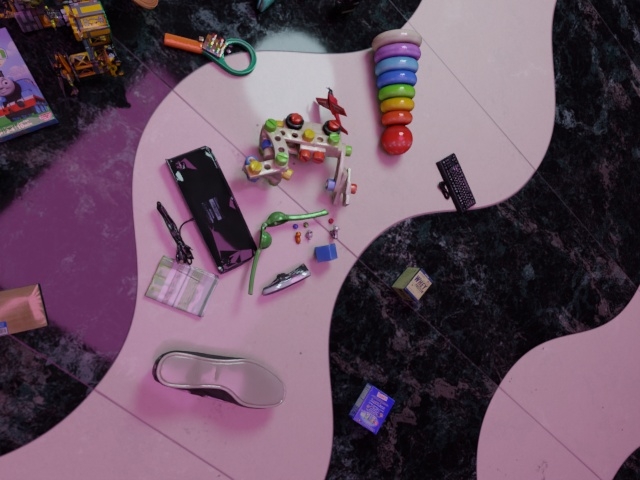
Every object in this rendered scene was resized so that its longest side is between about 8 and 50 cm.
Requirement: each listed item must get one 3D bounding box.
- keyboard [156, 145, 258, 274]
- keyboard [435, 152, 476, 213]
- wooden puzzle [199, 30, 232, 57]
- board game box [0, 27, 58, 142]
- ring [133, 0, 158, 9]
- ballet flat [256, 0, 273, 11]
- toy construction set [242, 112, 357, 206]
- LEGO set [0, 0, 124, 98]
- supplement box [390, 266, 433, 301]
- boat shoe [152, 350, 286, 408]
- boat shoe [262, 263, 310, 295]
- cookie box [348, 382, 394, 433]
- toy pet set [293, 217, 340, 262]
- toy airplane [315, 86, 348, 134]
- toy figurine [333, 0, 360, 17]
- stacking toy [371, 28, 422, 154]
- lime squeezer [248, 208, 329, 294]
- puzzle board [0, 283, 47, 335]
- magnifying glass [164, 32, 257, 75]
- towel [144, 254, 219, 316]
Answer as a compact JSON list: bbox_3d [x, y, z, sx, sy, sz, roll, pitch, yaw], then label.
[{"bbox_3d":[-0.303,-0.062,1.079,0.201,0.033,0.317,-27,98,-26],"label":"keyboard"},{"bbox_3d":[0.423,-0.176,1.355,0.108,0.023,0.180,-30,98,-18],"label":"keyboard"},{"bbox_3d":[-0.267,-0.495,1.088,0.083,0.006,0.049,24,80,-19],"label":"wooden puzzle"},{"bbox_3d":[-0.705,-0.329,0.929,0.160,0.039,0.212,-28,98,-18],"label":"board game box"},{"bbox_3d":[-0.466,-0.646,0.895,0.032,0.336,0.337,-26,99,12],"label":"ring"},{"bbox_3d":[-0.110,-0.719,1.134,0.087,0.083,0.247,8,86,-25],"label":"ballet flat"},{"bbox_3d":[-0.035,-0.212,1.117,0.327,0.151,0.215,14,60,-27],"label":"toy construction set"},{"bbox_3d":[-0.563,-0.481,0.877,0.192,0.255,0.331,-23,94,-19],"label":"LEGO set"},{"bbox_3d":[0.267,0.128,1.259,0.056,0.083,0.083,46,75,-13],"label":"supplement box"},{"bbox_3d":[-0.248,0.342,1.073,0.335,0.095,0.112,21,68,-23],"label":"boat shoe"},{"bbox_3d":[-0.095,0.105,1.149,0.142,0.049,0.040,-23,78,-21],"label":"boat shoe"},{"bbox_3d":[0.147,0.481,1.232,0.092,0.040,0.107,38,77,-15],"label":"cookie box"},{"bbox_3d":[0.000,0.000,1.172,0.122,0.065,0.114,-11,93,-20],"label":"toy pet set"},{"bbox_3d":[0.041,-0.343,1.165,0.028,0.151,0.151,-29,99,-16],"label":"toy airplane"},{"bbox_3d":[0.052,-0.749,1.159,0.209,0.148,0.213,26,81,-18],"label":"toy figurine"},{"bbox_3d":[0.223,-0.413,1.231,0.141,0.141,0.331,-4,94,-20],"label":"stacking toy"},{"bbox_3d":[-0.118,-0.004,1.128,0.110,0.059,0.310,49,67,-17],"label":"lime squeezer"},{"bbox_3d":[-0.683,0.157,0.945,0.128,0.011,0.097,-12,94,-20],"label":"puzzle board"},{"bbox_3d":[-0.278,-0.485,1.101,0.230,0.026,0.092,7,87,-22],"label":"magnifying glass"},{"bbox_3d":[-0.341,0.115,1.066,0.152,0.023,0.113,25,80,-18],"label":"towel"}]
